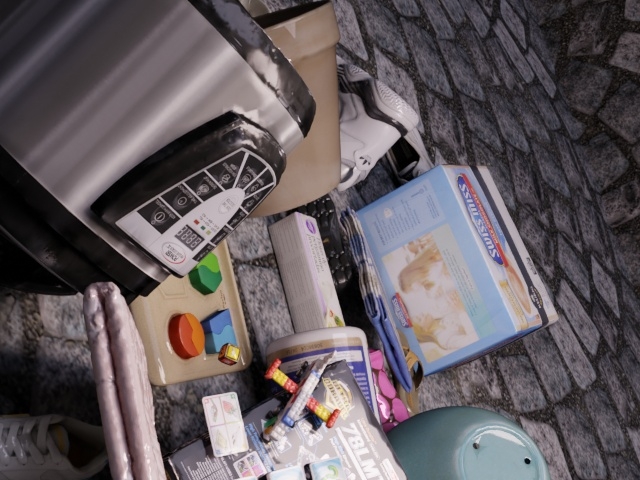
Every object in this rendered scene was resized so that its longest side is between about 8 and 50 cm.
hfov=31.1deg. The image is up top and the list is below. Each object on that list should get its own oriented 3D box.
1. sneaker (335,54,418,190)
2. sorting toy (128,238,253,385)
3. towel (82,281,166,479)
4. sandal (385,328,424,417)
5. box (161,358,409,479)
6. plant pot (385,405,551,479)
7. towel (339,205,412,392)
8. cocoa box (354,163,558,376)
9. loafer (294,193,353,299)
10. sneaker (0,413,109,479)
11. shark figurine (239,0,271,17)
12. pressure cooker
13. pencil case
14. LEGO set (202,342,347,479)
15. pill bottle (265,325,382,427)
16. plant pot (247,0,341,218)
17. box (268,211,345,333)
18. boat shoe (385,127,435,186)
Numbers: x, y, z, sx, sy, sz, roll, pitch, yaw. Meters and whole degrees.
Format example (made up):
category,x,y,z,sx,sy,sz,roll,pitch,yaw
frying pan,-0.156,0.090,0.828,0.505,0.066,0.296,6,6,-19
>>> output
category,x,y,z,sx,sy,sz,roll,pitch,yaw
sneaker,0.015,-0.230,2.173,0.137,0.210,0.366,37,2,-40
sorting toy,-0.191,0.041,1.610,0.229,0.041,0.307,-2,77,-60
towel,-0.194,0.242,1.249,0.332,0.053,0.317,101,-24,-66
sandal,0.160,0.239,2.073,0.072,0.049,0.180,32,40,-44
box,-0.023,0.347,1.492,0.293,0.073,0.296,-26,87,-33
plant pot,0.224,0.363,1.692,0.290,0.195,0.290,8,60,-14
towel,0.096,0.100,1.995,0.285,0.034,0.209,-105,173,-47
cocoa box,0.253,0.054,2.202,0.228,0.231,0.347,-4,68,-60
loafer,0.000,0.000,2.003,0.078,0.076,0.223,103,-28,-60
sneaker,-0.323,0.217,1.220,0.228,0.092,0.087,15,54,-53
shark figurine,-0.157,-0.378,2.081,0.116,0.166,0.278,-8,90,-35
pressure cooker,-0.259,-0.122,1.315,0.370,0.420,0.375,46,-3,-16
pencil case,0.106,0.276,1.905,0.098,0.095,0.209,-28,90,-32
LEGO set,-0.049,0.239,1.445,0.182,0.060,0.244,-6,74,-33
pill bottle,0.013,0.268,1.666,0.153,0.153,0.265,12,64,-56
plant pot,-0.097,-0.197,1.808,0.323,0.323,0.280,-48,125,-61
box,-0.009,0.112,1.883,0.063,0.067,0.324,20,48,-54
boat shoe,0.204,-0.144,2.455,0.088,0.096,0.268,-4,67,-56
